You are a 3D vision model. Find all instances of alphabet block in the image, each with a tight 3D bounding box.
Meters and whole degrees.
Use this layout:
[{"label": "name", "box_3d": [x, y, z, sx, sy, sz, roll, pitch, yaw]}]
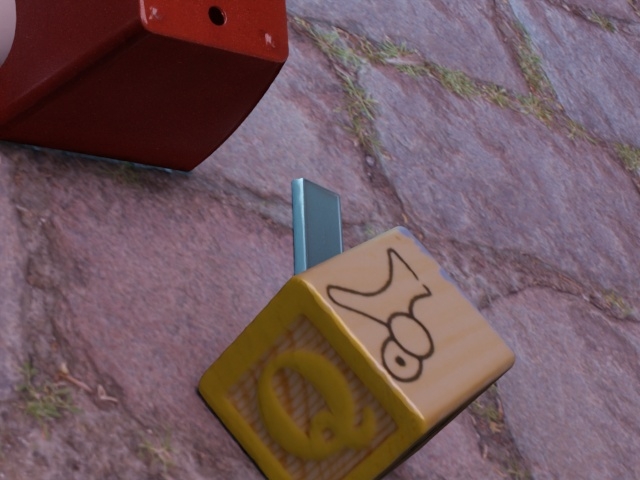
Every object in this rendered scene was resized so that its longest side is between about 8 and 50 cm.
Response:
[{"label": "alphabet block", "box_3d": [0.037, 0.129, 1.388, 0.192, 0.193, 0.197, 49, 35, 13]}]

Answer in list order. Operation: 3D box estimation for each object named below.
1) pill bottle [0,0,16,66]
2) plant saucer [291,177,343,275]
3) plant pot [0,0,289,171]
[{"label": "pill bottle", "box_3d": [-0.429, -0.208, 1.296, 0.278, 0.162, 0.162, -10, 59, -50]}, {"label": "plant saucer", "box_3d": [0.000, 0.000, 1.651, 0.067, 0.018, 0.192, 25, 38, -23]}, {"label": "plant pot", "box_3d": [-0.176, -0.245, 1.474, 0.267, 0.235, 0.267, 8, 72, -40]}]
